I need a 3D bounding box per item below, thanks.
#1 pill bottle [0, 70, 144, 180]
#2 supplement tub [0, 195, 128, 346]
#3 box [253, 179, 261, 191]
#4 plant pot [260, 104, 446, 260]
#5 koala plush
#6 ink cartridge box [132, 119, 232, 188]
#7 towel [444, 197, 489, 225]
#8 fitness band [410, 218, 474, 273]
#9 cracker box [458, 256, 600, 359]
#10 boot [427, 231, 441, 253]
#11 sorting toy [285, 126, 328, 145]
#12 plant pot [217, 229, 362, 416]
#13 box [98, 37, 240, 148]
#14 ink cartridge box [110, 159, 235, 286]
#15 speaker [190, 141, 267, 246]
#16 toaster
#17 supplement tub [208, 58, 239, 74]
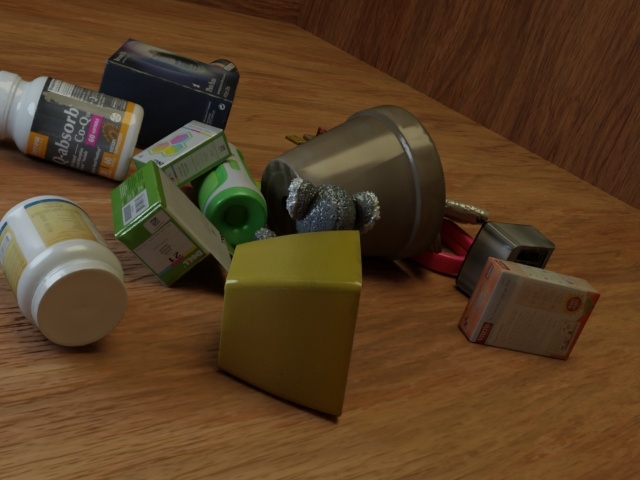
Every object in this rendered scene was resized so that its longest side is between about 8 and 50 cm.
[{"bbox_3d":[-0.498,-0.227,1.744,0.278,0.162,0.162,15,21,-14],"label":"pill bottle"},{"bbox_3d":[-0.358,0.040,1.236,0.144,0.144,0.199,5,26,-37],"label":"supplement tub"},{"bbox_3d":[-0.119,-0.088,1.935,0.178,0.042,0.109,15,21,-19],"label":"box"},{"bbox_3d":[0.046,-0.096,1.798,0.280,0.323,0.323,-13,37,-31],"label":"plant pot"},{"bbox_3d":[0.000,0.000,1.573,0.196,0.221,0.203,15,22,-18],"label":"koala plush"},{"bbox_3d":[-0.286,-0.148,1.713,0.209,0.062,0.109,-36,35,-26],"label":"ink cartridge box"},{"bbox_3d":[0.289,-0.083,2.200,0.187,0.049,0.282,14,2,-6],"label":"towel"},{"bbox_3d":[0.257,-0.005,2.075,0.209,0.054,0.291,8,23,-31],"label":"fitness band"},{"bbox_3d":[0.401,0.133,1.724,0.232,0.156,0.067,13,22,-22],"label":"cracker box"},{"bbox_3d":[0.181,-0.047,1.959,0.115,0.112,0.305,-12,27,-10],"label":"boot"},{"bbox_3d":[0.033,-0.283,2.562,0.274,0.046,0.132,4,26,-38],"label":"sorting toy"},{"bbox_3d":[-0.047,0.105,1.316,0.187,0.212,0.212,8,21,-2],"label":"plant pot"},{"bbox_3d":[-0.360,-0.331,2.113,0.294,0.183,0.296,16,21,-9],"label":"box"},{"bbox_3d":[-0.234,0.010,1.530,0.255,0.097,0.189,50,6,-29],"label":"ink cartridge box"},{"bbox_3d":[-0.189,-0.101,1.771,0.131,0.131,0.296,12,22,-22],"label":"speaker"},{"bbox_3d":[0.389,0.050,1.901,0.185,0.168,0.110,5,27,-39],"label":"toaster"},{"bbox_3d":[-0.305,-0.464,2.603,0.106,0.106,0.198,21,21,0],"label":"supplement tub"}]
